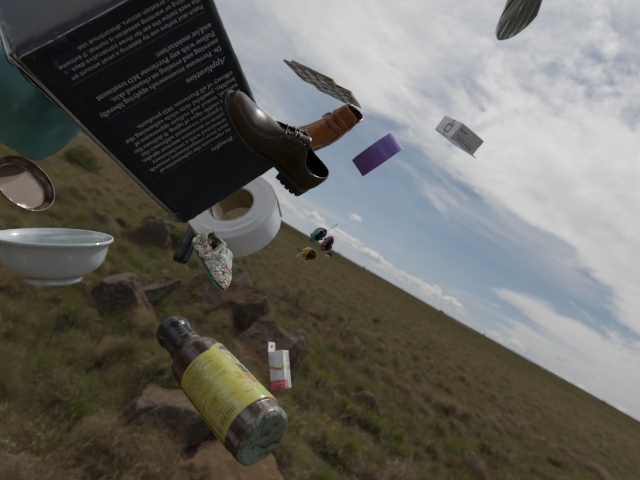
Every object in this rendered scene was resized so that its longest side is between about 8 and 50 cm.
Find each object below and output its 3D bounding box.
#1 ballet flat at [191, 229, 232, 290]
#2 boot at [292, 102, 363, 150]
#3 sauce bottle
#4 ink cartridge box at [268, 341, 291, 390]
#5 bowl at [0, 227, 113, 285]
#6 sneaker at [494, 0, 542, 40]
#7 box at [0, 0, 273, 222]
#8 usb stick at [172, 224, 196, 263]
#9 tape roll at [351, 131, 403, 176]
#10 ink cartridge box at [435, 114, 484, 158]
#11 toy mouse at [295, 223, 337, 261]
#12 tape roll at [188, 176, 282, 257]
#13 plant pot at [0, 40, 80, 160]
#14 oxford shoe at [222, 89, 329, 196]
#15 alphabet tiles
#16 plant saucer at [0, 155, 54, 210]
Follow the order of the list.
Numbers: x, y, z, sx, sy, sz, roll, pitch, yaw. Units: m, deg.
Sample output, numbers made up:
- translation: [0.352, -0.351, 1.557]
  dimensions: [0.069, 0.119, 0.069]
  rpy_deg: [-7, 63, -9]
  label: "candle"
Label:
- translation: [-0.268, 0.036, 1.030]
  dimensions: [0.241, 0.077, 0.091]
  rpy_deg: [42, -11, 49]
  label: "ballet flat"
- translation: [0.008, -0.371, 1.350]
  dimensions: [0.283, 0.220, 0.109]
  rpy_deg: [-11, 78, -58]
  label: "boot"
- translation: [-0.204, 0.253, 0.759]
  dimensions: [0.344, 0.111, 0.111]
  rpy_deg: [31, -1, 38]
  label: "sauce bottle"
- translation: [-0.175, 0.534, 1.746]
  dimensions: [0.067, 0.198, 0.115]
  rpy_deg: [-9, -17, 6]
  label: "ink cartridge box"
- translation: [-0.761, 0.049, 1.163]
  dimensions: [0.297, 0.134, 0.298]
  rpy_deg: [6, 6, -1]
  label: "bowl"
- translation: [0.522, -0.636, 1.049]
  dimensions: [0.094, 0.091, 0.258]
  rpy_deg: [-9, -15, -4]
  label: "sneaker"
- translation: [-0.367, -0.374, 0.840]
  dimensions: [0.480, 0.297, 0.472]
  rpy_deg: [54, -8, 26]
  label: "box"
- translation: [-0.529, -0.032, 1.707]
  dimensions: [0.077, 0.278, 0.045]
  rpy_deg: [14, -22, 22]
  label: "usb stick"
- translation: [0.219, -0.332, 1.567]
  dimensions: [0.080, 0.189, 0.189]
  rpy_deg: [55, -3, -4]
  label: "tape roll"
- translation: [0.459, -0.340, 1.329]
  dimensions: [0.104, 0.060, 0.180]
  rpy_deg: [31, 19, -20]
  label: "ink cartridge box"
- translation: [0.000, 0.000, 1.226]
  dimensions: [0.031, 0.143, 0.161]
  rpy_deg: [38, 7, 34]
  label: "toy mouse"
- translation: [-0.270, -0.085, 1.294]
  dimensions: [0.286, 0.286, 0.100]
  rpy_deg: [30, -30, 28]
  label: "tape roll"
- translation: [-0.848, -0.375, 1.169]
  dimensions: [0.293, 0.235, 0.293]
  rpy_deg: [28, -10, 5]
  label: "plant pot"
- translation: [-0.065, -0.172, 0.681]
  dimensions: [0.096, 0.083, 0.227]
  rpy_deg: [-17, -40, 35]
  label: "oxford shoe"
- translation: [0.015, -0.592, 1.551]
  dimensions: [0.285, 0.011, 0.342]
  rpy_deg: [30, 11, 11]
  label: "alphabet tiles"
- translation: [-0.835, -0.155, 1.140]
  dimensions: [0.168, 0.029, 0.168]
  rpy_deg: [57, 17, -28]
  label: "plant saucer"
